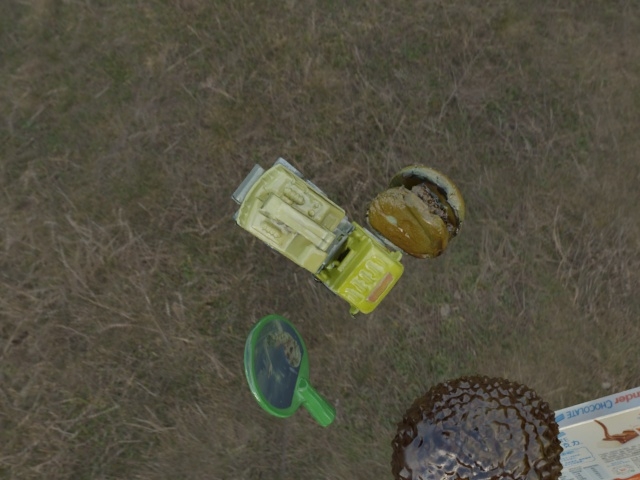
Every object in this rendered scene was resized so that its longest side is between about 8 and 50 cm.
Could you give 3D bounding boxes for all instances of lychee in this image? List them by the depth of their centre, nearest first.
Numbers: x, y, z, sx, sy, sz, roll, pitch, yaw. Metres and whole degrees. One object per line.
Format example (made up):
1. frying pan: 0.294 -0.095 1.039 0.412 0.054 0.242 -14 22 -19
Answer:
1. lychee: 0.248 0.334 1.040 0.267 0.267 0.268 -6 65 12

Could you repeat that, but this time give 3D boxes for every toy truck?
1. toy truck: 0.000 0.000 0.978 0.124 0.272 0.157 -50 24 4

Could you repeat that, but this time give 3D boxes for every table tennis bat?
1. table tennis bat: -0.045 0.230 1.094 0.039 0.257 0.161 -12 42 29

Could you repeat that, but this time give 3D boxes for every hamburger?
1. hamburger: 0.179 -0.051 1.230 0.177 0.186 0.113 23 62 21

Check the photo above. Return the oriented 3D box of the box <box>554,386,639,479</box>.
1. box: 0.551 0.393 1.273 0.273 0.265 0.048 -25 37 27
